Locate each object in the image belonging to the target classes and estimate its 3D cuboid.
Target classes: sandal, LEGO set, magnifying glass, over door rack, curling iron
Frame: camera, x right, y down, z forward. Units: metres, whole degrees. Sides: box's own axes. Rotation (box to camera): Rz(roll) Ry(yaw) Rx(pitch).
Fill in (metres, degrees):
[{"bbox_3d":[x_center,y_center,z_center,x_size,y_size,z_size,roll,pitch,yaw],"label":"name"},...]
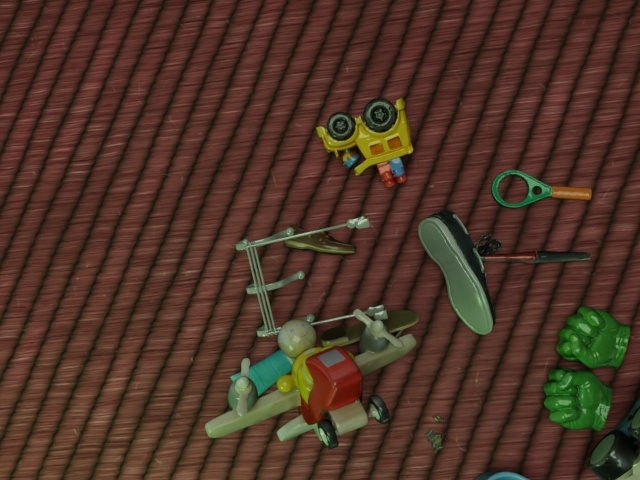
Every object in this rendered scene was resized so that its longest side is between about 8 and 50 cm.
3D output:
[{"bbox_3d":[0.125,0.232,1.791,0.240,0.088,0.079,-14,113,11],"label":"sandal"},{"bbox_3d":[0.271,0.452,1.764,0.054,0.023,0.083,26,73,7],"label":"LEGO set"},{"bbox_3d":[0.526,-0.118,1.808,0.231,0.026,0.092,4,83,8],"label":"magnifying glass"},{"bbox_3d":[-0.014,0.084,1.758,0.324,0.108,0.239,-11,100,15],"label":"over door rack"},{"bbox_3d":[0.496,0.027,1.784,0.274,0.035,0.068,5,83,7],"label":"curling iron"}]

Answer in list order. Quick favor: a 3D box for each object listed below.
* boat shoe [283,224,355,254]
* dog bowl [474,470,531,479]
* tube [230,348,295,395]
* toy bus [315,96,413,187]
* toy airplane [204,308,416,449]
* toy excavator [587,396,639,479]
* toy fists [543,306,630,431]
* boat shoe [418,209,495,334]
[{"bbox_3d":[0.000,0.000,1.827,0.178,0.064,0.060,9,86,10],"label":"boat shoe"},{"bbox_3d":[0.469,0.614,1.663,0.297,0.074,0.166,24,63,9],"label":"dog bowl"},{"bbox_3d":[-0.113,0.306,1.810,0.207,0.052,0.080,-34,76,6],"label":"tube"},{"bbox_3d":[0.119,-0.222,1.816,0.220,0.149,0.211,-17,97,6],"label":"toy bus"},{"bbox_3d":[-0.013,0.301,1.641,0.384,0.386,0.272,-29,80,27],"label":"toy airplane"},{"bbox_3d":[0.819,0.336,1.632,0.222,0.445,0.433,37,129,8],"label":"toy excavator"},{"bbox_3d":[0.596,0.289,1.710,0.142,0.096,0.279,16,86,9],"label":"toy fists"},{"bbox_3d":[0.339,0.069,1.763,0.091,0.114,0.302,-27,94,-37],"label":"boat shoe"}]
